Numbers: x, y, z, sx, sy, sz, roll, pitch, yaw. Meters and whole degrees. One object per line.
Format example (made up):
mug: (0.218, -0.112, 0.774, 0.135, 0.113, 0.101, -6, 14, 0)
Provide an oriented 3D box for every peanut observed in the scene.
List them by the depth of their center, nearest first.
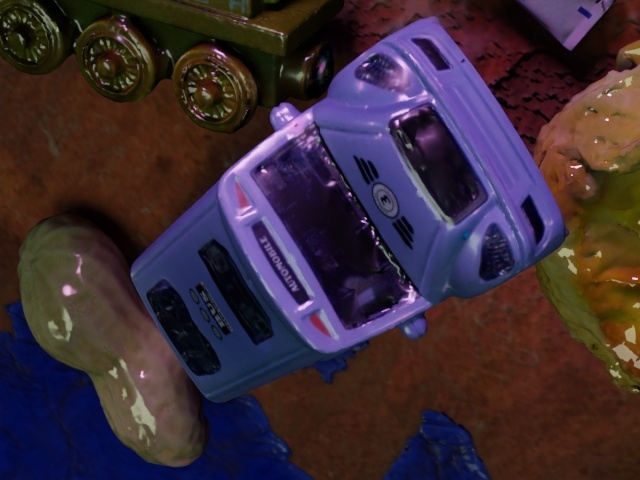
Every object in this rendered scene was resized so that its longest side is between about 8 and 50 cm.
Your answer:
peanut: (-0.134, 0.067, 1.025, 0.082, 0.082, 0.187, -25, 107, 41)

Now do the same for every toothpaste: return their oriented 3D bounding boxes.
toothpaste: (0.070, -0.159, 0.768, 0.170, 0.028, 0.045, 38, 127, -1)

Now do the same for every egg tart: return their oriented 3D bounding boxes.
egg tart: (0.216, -0.009, 0.737, 0.241, 0.106, 0.241, 15, 131, 18)

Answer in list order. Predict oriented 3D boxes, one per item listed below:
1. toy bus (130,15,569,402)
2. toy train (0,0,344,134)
toy bus: (0.000, 0.000, 0.794, 0.125, 0.133, 0.292, 58, 157, 0)
toy train: (-0.093, -0.147, 0.837, 0.225, 0.090, 0.137, 18, 127, 20)
